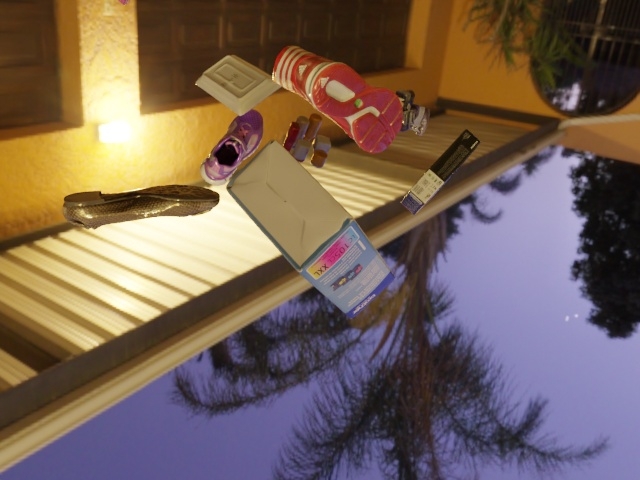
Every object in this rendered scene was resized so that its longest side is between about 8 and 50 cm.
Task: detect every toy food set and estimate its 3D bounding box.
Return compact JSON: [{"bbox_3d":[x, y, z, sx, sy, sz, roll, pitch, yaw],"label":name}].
[{"bbox_3d":[-0.046,-0.269,1.809,0.111,0.105,0.232,11,-140,-21],"label":"toy food set"}]

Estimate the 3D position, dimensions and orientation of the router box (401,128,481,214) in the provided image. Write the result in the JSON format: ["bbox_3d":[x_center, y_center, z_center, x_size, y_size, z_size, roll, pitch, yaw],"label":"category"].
[{"bbox_3d":[0.252,-0.142,1.338,0.046,0.179,0.133,43,174,4],"label":"router box"}]

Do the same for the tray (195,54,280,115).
[{"bbox_3d":[-0.224,-0.424,1.672,0.145,0.030,0.270,-40,-134,-11],"label":"tray"}]

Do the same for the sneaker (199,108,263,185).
[{"bbox_3d":[-0.217,-0.250,1.633,0.095,0.104,0.236,35,-112,-6],"label":"sneaker"}]

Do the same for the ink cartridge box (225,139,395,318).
[{"bbox_3d":[0.000,0.000,1.357,0.270,0.151,0.395,47,-179,30],"label":"ink cartridge box"}]

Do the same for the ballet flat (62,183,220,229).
[{"bbox_3d":[-0.289,-0.052,1.039,0.249,0.058,0.084,-6,-158,-19],"label":"ballet flat"}]

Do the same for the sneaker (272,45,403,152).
[{"bbox_3d":[0.022,-0.201,0.849,0.128,0.087,0.221,42,-174,31],"label":"sneaker"}]

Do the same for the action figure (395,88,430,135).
[{"bbox_3d":[0.179,-0.337,1.612,0.185,0.099,0.285,37,-156,28],"label":"action figure"}]

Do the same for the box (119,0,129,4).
[{"bbox_3d":[-0.380,-0.677,1.378,0.117,0.213,0.243,38,-125,-12],"label":"box"}]
